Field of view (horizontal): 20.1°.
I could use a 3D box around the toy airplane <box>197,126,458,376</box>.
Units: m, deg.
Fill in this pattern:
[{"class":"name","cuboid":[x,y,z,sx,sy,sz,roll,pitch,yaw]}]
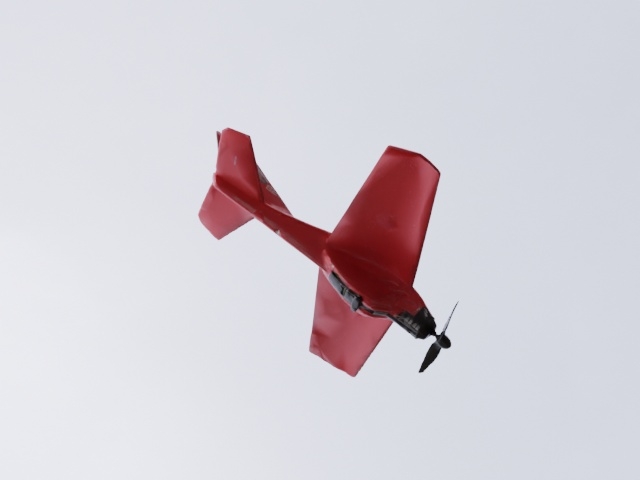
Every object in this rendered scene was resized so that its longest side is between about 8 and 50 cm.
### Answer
[{"class":"toy airplane","cuboid":[0.000,0.000,0.800,0.028,0.151,0.151,-36,-71,-38]}]
